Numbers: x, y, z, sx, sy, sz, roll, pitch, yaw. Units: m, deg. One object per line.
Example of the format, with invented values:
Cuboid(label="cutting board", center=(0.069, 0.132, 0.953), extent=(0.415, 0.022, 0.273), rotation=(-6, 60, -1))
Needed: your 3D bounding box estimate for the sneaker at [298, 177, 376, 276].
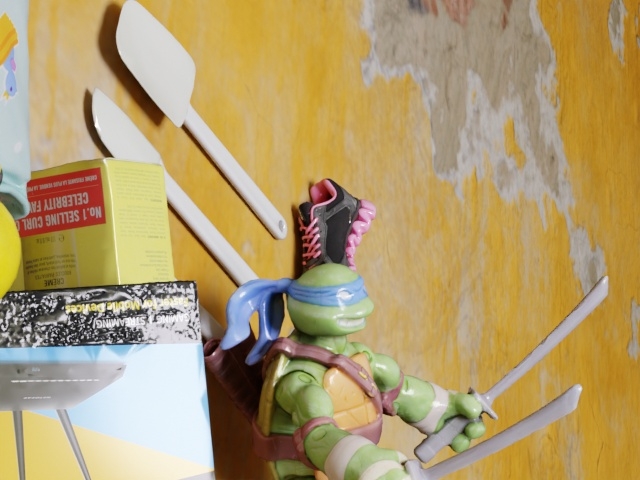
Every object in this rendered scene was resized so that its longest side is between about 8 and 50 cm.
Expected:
Cuboid(label="sneaker", center=(0.000, 0.000, 1.152), extent=(0.057, 0.047, 0.119), rotation=(44, 39, -22))

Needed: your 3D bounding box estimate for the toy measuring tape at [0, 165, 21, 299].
Cuboid(label="toy measuring tape", center=(-0.223, -0.081, 0.422), extent=(0.330, 0.121, 0.121), rotation=(32, 46, -13))

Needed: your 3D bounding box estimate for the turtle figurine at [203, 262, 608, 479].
Cuboid(label="turtle figurine", center=(0.056, 0.158, 0.987), extent=(0.198, 0.275, 0.266), rotation=(-114, -149, -69))

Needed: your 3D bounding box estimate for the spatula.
Cuboid(label="spatula", center=(-0.082, -0.022, 1.012), extent=(0.242, 0.019, 0.168), rotation=(50, 39, -46))

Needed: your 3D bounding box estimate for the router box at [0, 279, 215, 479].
Cuboid(label="router box", center=(-0.141, 0.090, 0.738), extent=(0.179, 0.046, 0.133), rotation=(-4, 85, -30))

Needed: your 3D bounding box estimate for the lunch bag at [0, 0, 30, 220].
Cuboid(label="lunch bag", center=(-0.232, -0.124, 0.596), extent=(0.262, 0.160, 0.223), rotation=(21, 65, -66))

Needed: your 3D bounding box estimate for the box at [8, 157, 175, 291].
Cuboid(label="box", center=(-0.120, 0.077, 0.833), extent=(0.058, 0.087, 0.232), rotation=(5, 79, -63))
